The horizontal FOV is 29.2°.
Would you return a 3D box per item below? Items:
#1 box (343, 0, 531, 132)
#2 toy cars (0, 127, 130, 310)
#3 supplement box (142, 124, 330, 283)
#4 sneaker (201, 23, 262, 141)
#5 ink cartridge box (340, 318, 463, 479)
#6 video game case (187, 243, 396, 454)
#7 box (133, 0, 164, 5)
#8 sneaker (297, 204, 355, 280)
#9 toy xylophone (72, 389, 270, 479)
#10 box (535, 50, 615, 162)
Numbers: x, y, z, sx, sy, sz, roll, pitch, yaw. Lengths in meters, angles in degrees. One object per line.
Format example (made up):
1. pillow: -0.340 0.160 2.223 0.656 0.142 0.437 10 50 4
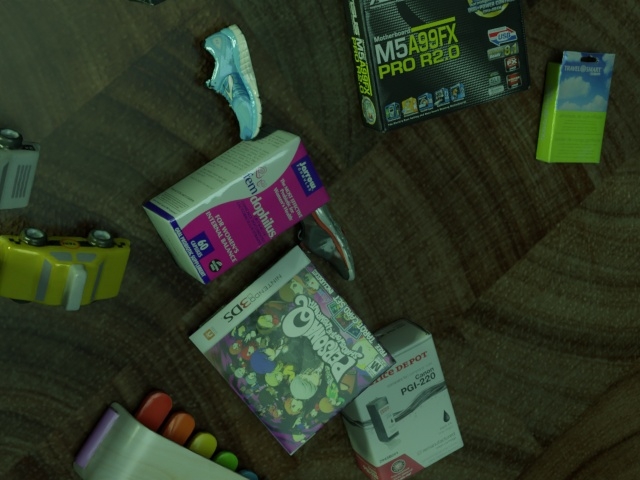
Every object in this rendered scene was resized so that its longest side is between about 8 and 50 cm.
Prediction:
1. box: 0.176 -0.298 1.815 0.270 0.060 0.216 -18 112 -21
2. toy cars: -0.380 -0.015 1.552 0.176 0.087 0.393 -40 133 -3
3. supplement box: -0.116 -0.053 1.711 0.220 0.114 0.111 -35 116 -16
4. sneaker: -0.125 -0.214 1.700 0.073 0.063 0.162 -15 107 -4
5. ink cartridge box: 0.117 0.255 1.928 0.159 0.092 0.218 -26 112 -18
6. video game case: -0.041 0.159 1.794 0.210 0.042 0.232 -40 95 -6
7. box: -0.155 -0.432 1.562 0.270 0.143 0.165 -30 115 -16
8. sneaker: 0.000 0.000 1.826 0.065 0.061 0.158 -24 116 11
9. toy xylophone: -0.221 0.379 1.799 0.323 0.081 0.236 42 84 -29
10. box: 0.408 -0.214 1.965 0.109 0.042 0.178 -2 105 -27
